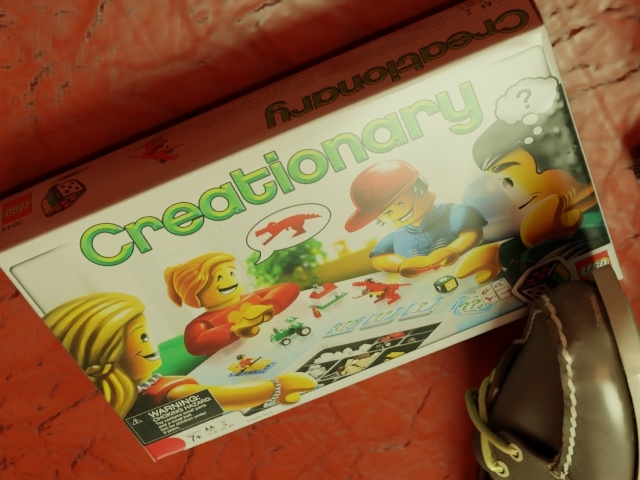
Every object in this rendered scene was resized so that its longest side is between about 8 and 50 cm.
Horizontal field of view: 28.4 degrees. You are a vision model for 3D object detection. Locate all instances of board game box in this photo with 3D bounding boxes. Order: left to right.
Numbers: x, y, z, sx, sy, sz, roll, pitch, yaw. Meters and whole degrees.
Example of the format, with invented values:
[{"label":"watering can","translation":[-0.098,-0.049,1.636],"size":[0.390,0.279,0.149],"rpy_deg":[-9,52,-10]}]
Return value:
[{"label":"board game box","translation":[0.000,0.000,0.705],"size":[0.305,0.053,0.193],"rpy_deg":[-23,131,7]}]

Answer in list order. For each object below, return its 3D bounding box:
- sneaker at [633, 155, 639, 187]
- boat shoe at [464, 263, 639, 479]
[{"label":"sneaker","translation":[0.244,-0.041,0.730],"size":[0.118,0.042,0.067],"rpy_deg":[-23,131,10]},{"label":"boat shoe","translation":[0.140,0.122,0.771],"size":[0.096,0.117,0.324],"rpy_deg":[-9,150,3]}]
